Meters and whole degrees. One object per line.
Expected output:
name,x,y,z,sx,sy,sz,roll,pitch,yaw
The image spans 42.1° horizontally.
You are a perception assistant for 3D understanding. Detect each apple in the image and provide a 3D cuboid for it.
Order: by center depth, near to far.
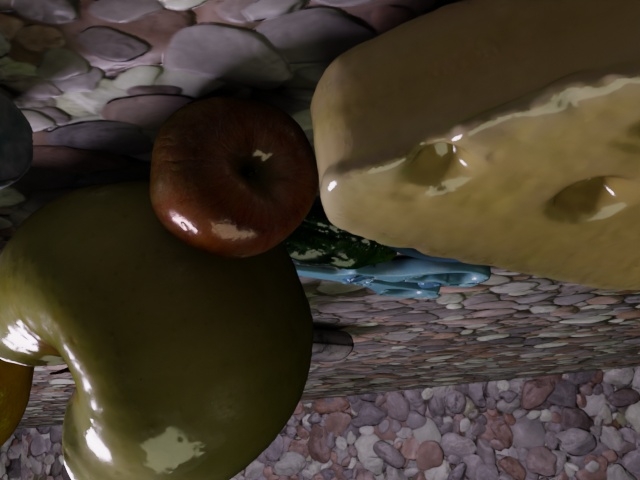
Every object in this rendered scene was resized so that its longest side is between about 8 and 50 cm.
apple,-0.067,-0.046,0.633,0.126,0.126,0.102,4,174,-25
apple,-0.136,0.068,0.749,0.257,0.295,0.233,-19,157,-46

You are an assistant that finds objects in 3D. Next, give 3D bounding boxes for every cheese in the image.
cheese,0.222,-0.088,0.530,0.383,0.104,0.384,-4,155,-2

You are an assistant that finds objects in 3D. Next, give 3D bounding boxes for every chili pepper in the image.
chili pepper,0.000,0.000,0.910,0.278,0.065,0.122,3,171,-15

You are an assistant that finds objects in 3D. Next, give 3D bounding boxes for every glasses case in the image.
glasses case,-0.085,0.185,1.517,0.299,0.060,0.114,9,159,-37

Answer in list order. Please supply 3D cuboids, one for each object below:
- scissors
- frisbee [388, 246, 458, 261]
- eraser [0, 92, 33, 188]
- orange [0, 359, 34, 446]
scissors,0.058,0.042,1.114,0.392,0.032,0.180,8,159,-35
frisbee,0.171,-0.061,0.749,0.289,0.049,0.289,-5,153,-3
eraser,-0.347,-0.059,0.600,0.227,0.081,0.174,-15,159,36
orange,-0.428,0.115,0.867,0.279,0.279,0.235,-22,-175,46
